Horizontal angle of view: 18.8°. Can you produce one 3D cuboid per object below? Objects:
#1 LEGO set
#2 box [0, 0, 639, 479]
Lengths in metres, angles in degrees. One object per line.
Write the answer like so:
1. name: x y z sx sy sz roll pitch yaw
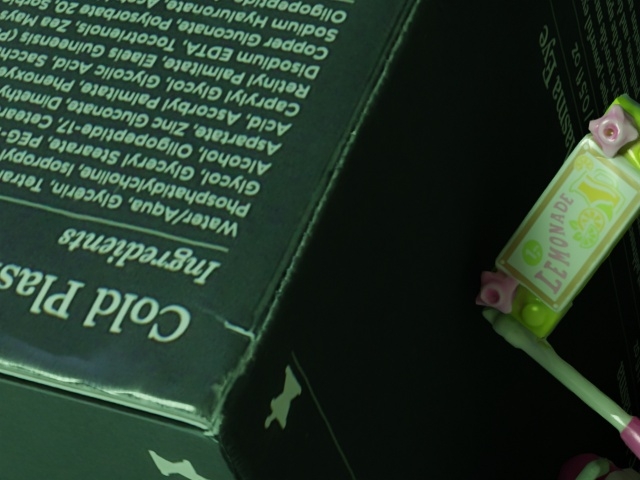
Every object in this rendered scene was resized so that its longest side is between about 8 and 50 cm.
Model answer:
1. LEGO set: 0.143 -0.022 0.538 0.287 0.107 0.132 -52 -13 6
2. box: 0.000 0.000 0.655 0.312 0.179 0.343 -64 -28 -29
